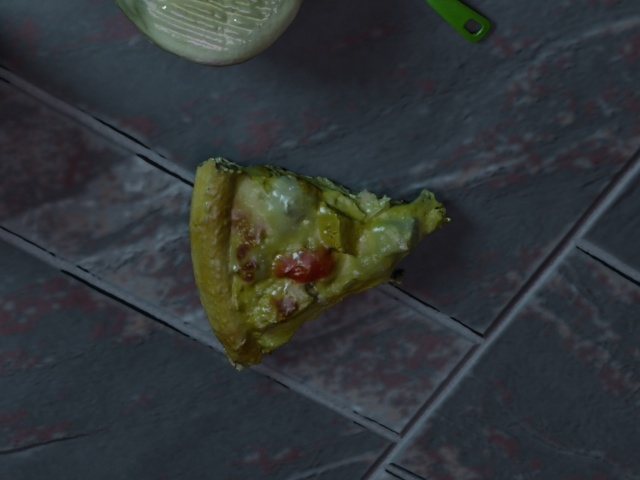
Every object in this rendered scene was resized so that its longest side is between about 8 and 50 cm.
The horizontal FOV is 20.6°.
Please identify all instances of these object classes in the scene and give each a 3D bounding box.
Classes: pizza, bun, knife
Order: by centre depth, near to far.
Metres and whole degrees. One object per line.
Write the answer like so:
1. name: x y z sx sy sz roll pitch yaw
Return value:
1. bun: -0.113 -0.288 1.688 0.210 0.116 0.237 7 96 -6
2. knife: 0.109 -0.253 1.794 0.166 0.022 0.078 37 114 -24
3. pizza: 0.000 0.000 1.893 0.288 0.075 0.280 -16 121 2
